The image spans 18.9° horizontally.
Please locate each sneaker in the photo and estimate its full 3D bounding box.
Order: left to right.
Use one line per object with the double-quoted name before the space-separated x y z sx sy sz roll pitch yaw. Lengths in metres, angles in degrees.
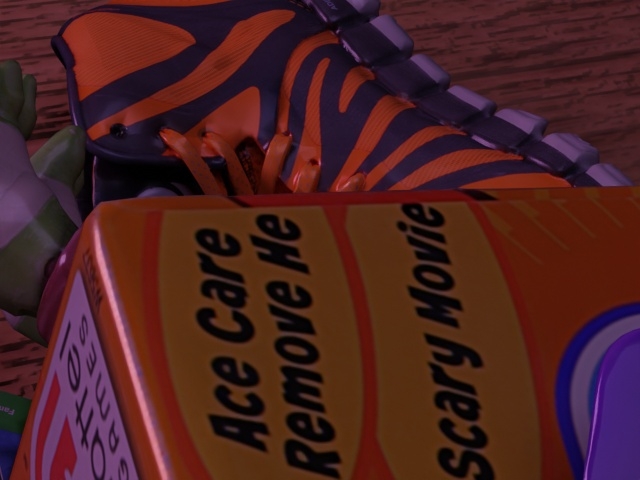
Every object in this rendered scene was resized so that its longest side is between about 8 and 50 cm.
"sneaker" 0.000 0.000 0.791 0.180 0.124 0.321 -23 49 -33

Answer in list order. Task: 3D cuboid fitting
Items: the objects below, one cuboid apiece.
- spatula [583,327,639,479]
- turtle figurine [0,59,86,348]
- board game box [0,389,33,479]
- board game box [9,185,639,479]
"spatula" 0.085 -0.012 0.364 0.084 0.030 0.296 12 44 -7
"turtle figurine" 0.003 0.034 0.645 0.266 0.275 0.198 41 27 12
"board game box" -0.213 0.085 0.660 0.201 0.035 0.136 17 43 -7
"board game box" 0.121 0.235 0.418 0.356 0.356 0.356 -1 48 -24
